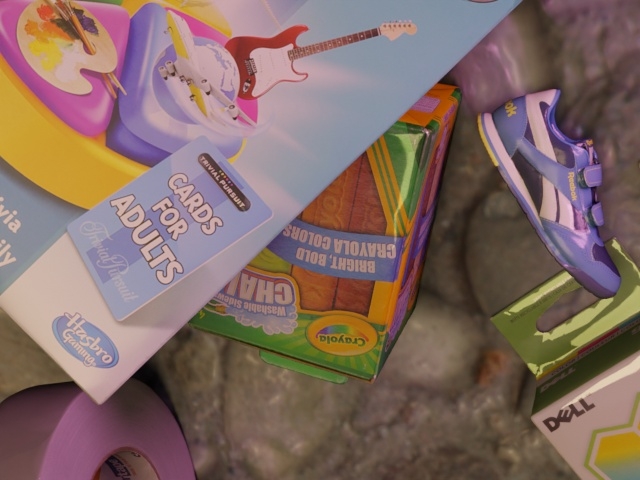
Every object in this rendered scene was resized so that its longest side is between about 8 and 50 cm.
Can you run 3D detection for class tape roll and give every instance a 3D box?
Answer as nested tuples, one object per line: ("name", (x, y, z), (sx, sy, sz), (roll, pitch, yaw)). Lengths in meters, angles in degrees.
("tape roll", (-0.170, 0.212, 0.742), (0.072, 0.219, 0.219), (-10, 105, 20))

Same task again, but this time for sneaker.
("sneaker", (0.156, -0.030, 0.644), (0.059, 0.053, 0.144), (-31, 89, 14))

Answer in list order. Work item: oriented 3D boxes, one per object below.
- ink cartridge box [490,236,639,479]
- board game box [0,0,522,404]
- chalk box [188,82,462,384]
("ink cartridge box", (0.215, 0.115, 0.674), (0.109, 0.062, 0.209), (-38, 93, 25))
("board game box", (-0.075, -0.128, 0.511), (0.336, 0.079, 0.254), (-44, 95, 0))
("chalk box", (0.000, 0.000, 0.664), (0.132, 0.132, 0.213), (14, 111, 12))
